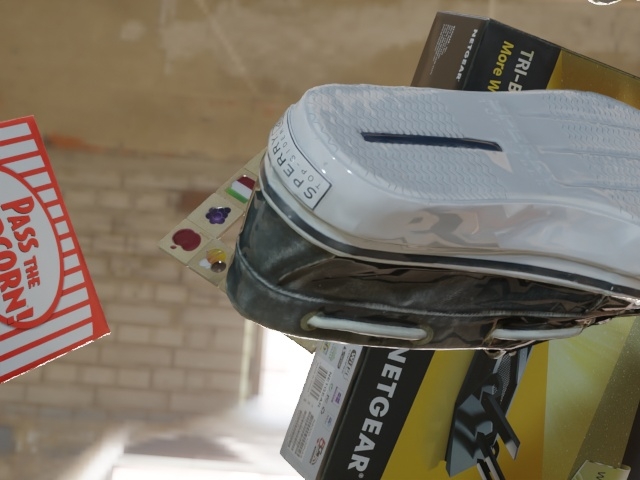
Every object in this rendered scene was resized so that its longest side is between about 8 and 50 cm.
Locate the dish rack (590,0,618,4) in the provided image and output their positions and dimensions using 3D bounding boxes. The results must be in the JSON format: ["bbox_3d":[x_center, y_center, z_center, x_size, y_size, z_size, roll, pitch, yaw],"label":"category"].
[{"bbox_3d":[0.354,-0.331,1.324,0.333,0.285,0.072,-23,-55,40],"label":"dish rack"}]

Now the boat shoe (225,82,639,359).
[{"bbox_3d":[0.095,-0.003,0.800,0.335,0.121,0.119,8,-47,-35],"label":"boat shoe"}]

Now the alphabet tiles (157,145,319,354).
[{"bbox_3d":[0.000,0.000,1.472,0.237,0.198,0.009,33,-28,27],"label":"alphabet tiles"}]

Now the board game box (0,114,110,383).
[{"bbox_3d":[-0.211,0.014,0.910,0.045,0.146,0.193,-18,4,27],"label":"board game box"}]

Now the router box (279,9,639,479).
[{"bbox_3d":[0.140,0.037,1.025,0.243,0.308,0.081,17,5,-23],"label":"router box"}]
